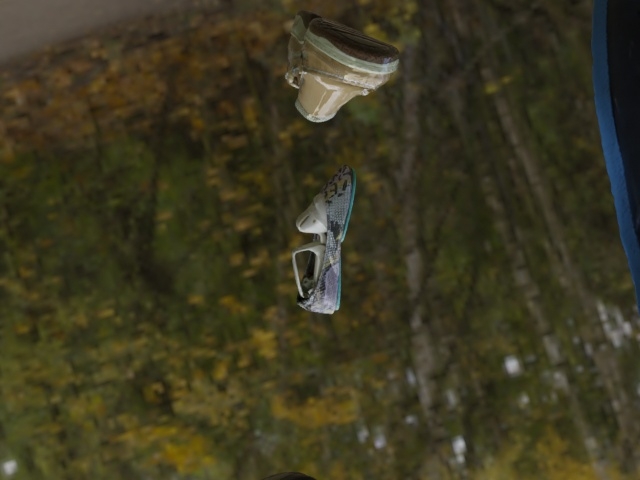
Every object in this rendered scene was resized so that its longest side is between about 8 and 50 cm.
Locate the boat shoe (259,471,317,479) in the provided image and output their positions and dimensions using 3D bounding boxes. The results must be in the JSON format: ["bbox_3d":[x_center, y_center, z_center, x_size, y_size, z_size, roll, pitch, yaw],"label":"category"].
[{"bbox_3d":[-0.062,0.363,1.438,0.130,0.132,0.355,12,-140,22],"label":"boat shoe"}]

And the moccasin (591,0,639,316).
[{"bbox_3d":[0.204,-0.002,0.679,0.117,0.342,0.138,-20,146,23],"label":"moccasin"}]

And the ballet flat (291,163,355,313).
[{"bbox_3d":[0.000,0.000,1.095,0.041,0.114,0.041,7,-160,-2],"label":"ballet flat"}]

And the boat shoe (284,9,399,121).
[{"bbox_3d":[0.010,-0.118,1.091,0.068,0.072,0.190,20,-171,-10],"label":"boat shoe"}]
